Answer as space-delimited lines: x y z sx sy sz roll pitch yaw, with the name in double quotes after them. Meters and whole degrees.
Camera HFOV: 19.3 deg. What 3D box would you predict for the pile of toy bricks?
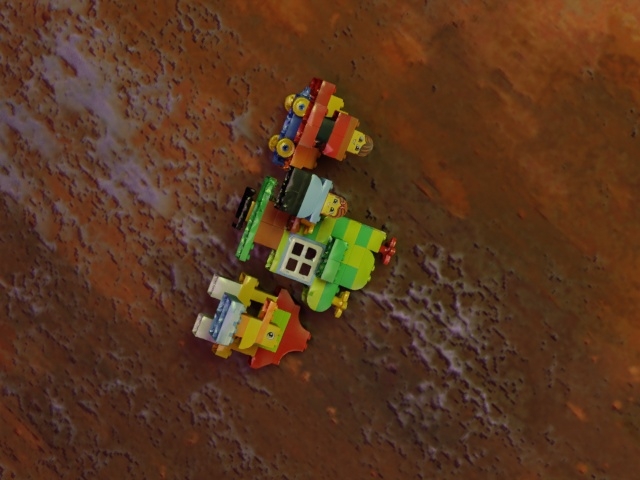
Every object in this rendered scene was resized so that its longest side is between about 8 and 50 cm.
0.000 0.000 1.325 0.105 0.118 0.212 20 94 -16 "pile of toy bricks"
